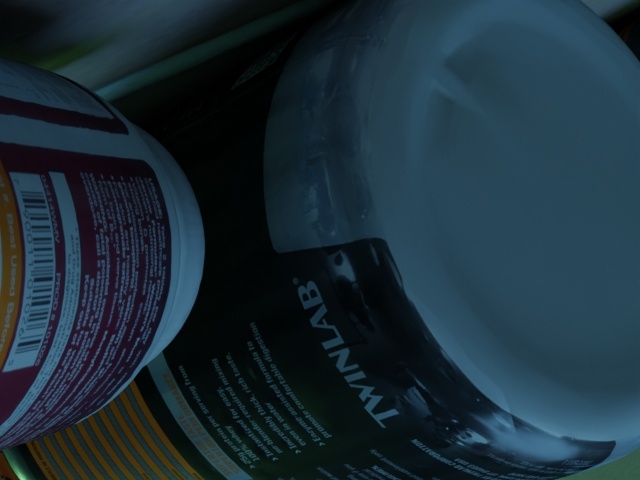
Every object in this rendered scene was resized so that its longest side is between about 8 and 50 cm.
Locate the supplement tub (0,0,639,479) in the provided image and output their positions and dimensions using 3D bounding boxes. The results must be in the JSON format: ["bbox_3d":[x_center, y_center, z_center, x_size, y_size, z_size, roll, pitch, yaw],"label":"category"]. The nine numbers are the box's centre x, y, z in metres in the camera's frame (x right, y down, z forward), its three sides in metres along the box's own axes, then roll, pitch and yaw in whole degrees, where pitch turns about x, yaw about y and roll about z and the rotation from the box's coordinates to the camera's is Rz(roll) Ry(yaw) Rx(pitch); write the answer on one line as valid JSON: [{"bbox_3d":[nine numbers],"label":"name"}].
[{"bbox_3d":[-0.014,0.031,0.736,0.207,0.207,0.338,-18,175,-43],"label":"supplement tub"}]

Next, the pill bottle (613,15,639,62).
[{"bbox_3d":[0.200,-0.068,1.071,0.130,0.130,0.245,-18,174,-38],"label":"pill bottle"}]

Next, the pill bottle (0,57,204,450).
[{"bbox_3d":[-0.111,0.004,0.480,0.121,0.121,0.221,-22,176,11],"label":"pill bottle"}]
